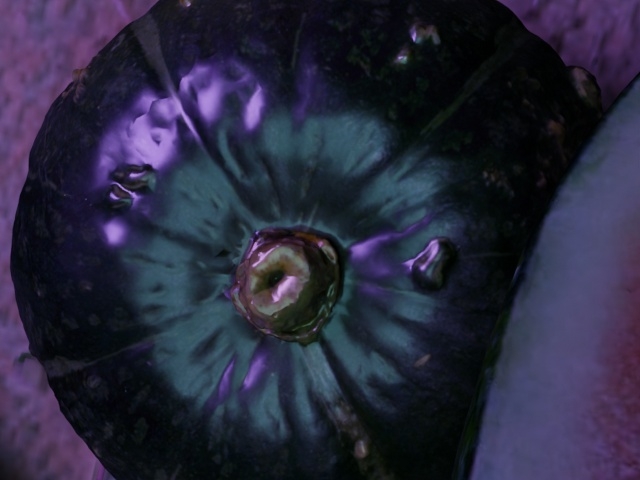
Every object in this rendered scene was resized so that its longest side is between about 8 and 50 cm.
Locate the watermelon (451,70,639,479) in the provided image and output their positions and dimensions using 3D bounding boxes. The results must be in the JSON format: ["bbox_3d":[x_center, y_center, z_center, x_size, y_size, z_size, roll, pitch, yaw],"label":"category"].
[{"bbox_3d":[0.192,0.077,0.553,0.293,0.250,0.283,26,64,10],"label":"watermelon"}]

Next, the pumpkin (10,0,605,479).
[{"bbox_3d":[-0.001,0.001,0.610,0.190,0.146,0.190,1,84,-6],"label":"pumpkin"}]
